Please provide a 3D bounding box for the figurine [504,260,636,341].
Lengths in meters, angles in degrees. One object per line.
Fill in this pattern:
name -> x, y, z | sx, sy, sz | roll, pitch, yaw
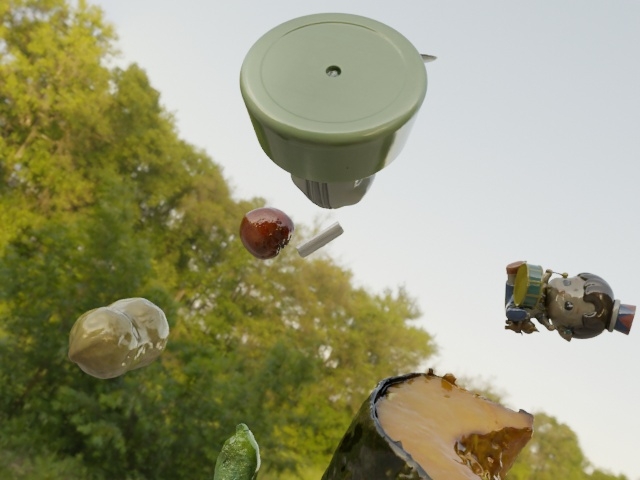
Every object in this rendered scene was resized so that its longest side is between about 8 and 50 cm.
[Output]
figurine -> 0.526, 0.131, 1.552 | 0.276, 0.161, 0.158 | 8, -30, -3

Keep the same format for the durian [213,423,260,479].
durian -> -0.234, 0.645, 2.065 | 0.101, 0.250, 0.139 | 17, -10, 24

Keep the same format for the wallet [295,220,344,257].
wallet -> 0.000, 0.000, 1.759 | 0.025, 0.122, 0.061 | 58, 1, 17

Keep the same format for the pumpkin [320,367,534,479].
pumpkin -> 0.129, 0.297, 0.794 | 0.256, 0.225, 0.303 | 14, 11, -7

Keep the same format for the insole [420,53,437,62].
insole -> 0.169, -0.377, 1.518 | 0.188, 0.004, 0.064 | -7, -2, -33

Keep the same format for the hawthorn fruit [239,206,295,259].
hawthorn fruit -> -0.122, -0.021, 1.657 | 0.128, 0.128, 0.128 | 28, -13, 7

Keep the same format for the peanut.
peanut -> -0.355, 0.169, 1.315 | 0.148, 0.147, 0.319 | 28, -4, 4

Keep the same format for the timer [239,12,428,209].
timer -> 0.022, -0.175, 1.245 | 0.291, 0.290, 0.315 | 25, -30, 17
